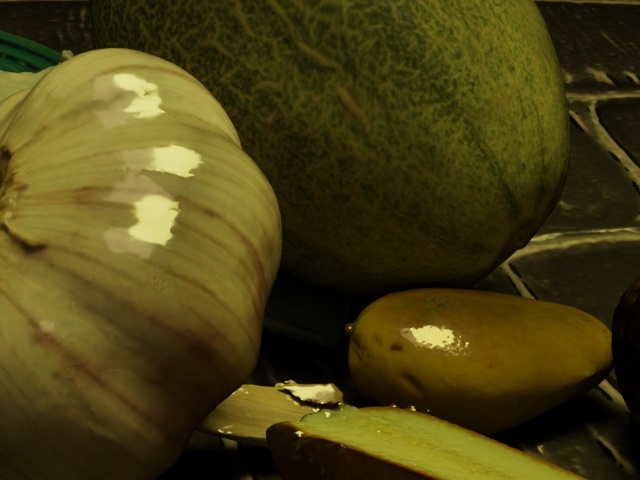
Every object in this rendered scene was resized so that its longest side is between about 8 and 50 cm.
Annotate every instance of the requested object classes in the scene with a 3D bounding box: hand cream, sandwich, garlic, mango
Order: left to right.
[{"bbox_3d":[-0.092,0.047,0.836,0.253,0.245,0.245,34,7,-30],"label":"garlic"},{"bbox_3d":[0.000,0.000,1.097,0.088,0.055,0.256,18,27,7],"label":"hand cream"},{"bbox_3d":[0.092,0.066,0.922,0.161,0.076,0.103,-2,19,-23],"label":"mango"},{"bbox_3d":[0.085,0.145,0.722,0.244,0.088,0.090,17,17,38],"label":"sandwich"}]

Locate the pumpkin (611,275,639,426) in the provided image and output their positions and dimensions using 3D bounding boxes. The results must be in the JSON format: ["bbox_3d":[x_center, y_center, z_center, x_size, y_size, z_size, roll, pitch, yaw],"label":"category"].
[{"bbox_3d":[0.222,0.060,0.906,0.107,0.119,0.183,-25,-6,42],"label":"pumpkin"}]

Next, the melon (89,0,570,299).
[{"bbox_3d":[0.006,-0.110,0.999,0.329,0.248,0.248,48,37,11],"label":"melon"}]

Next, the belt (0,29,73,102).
[{"bbox_3d":[-0.347,-0.042,0.996,0.436,0.173,0.300,2,24,-6],"label":"belt"}]
